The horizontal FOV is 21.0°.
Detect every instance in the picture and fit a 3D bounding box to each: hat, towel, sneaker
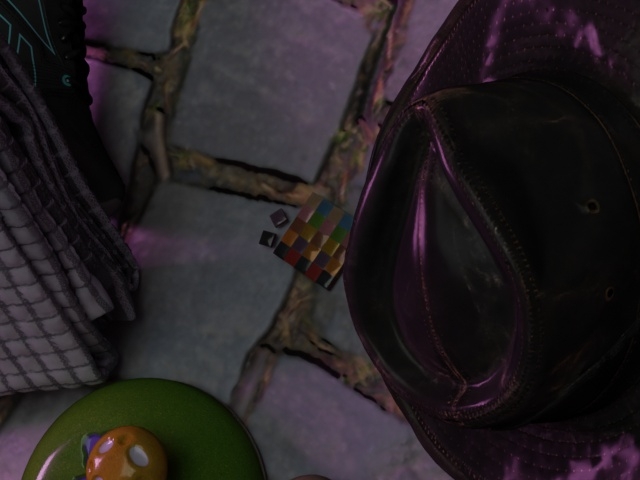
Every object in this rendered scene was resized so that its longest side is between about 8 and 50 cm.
[{"bbox_3d":[0.092,0.002,0.954,0.331,0.134,0.331,1,92,48],"label":"hat"},{"bbox_3d":[-0.271,-0.017,1.125,0.235,0.283,0.121,-10,45,19],"label":"towel"},{"bbox_3d":[-0.203,-0.139,1.204,0.106,0.101,0.267,-33,83,-9],"label":"sneaker"}]

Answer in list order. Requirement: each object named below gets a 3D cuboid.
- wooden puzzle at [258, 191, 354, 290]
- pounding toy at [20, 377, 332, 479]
[{"bbox_3d":[0.000,0.000,1.134,0.083,0.006,0.049,34,91,30],"label":"wooden puzzle"},{"bbox_3d":[-0.116,0.178,1.077,0.237,0.110,0.183,25,87,30],"label":"pounding toy"}]
